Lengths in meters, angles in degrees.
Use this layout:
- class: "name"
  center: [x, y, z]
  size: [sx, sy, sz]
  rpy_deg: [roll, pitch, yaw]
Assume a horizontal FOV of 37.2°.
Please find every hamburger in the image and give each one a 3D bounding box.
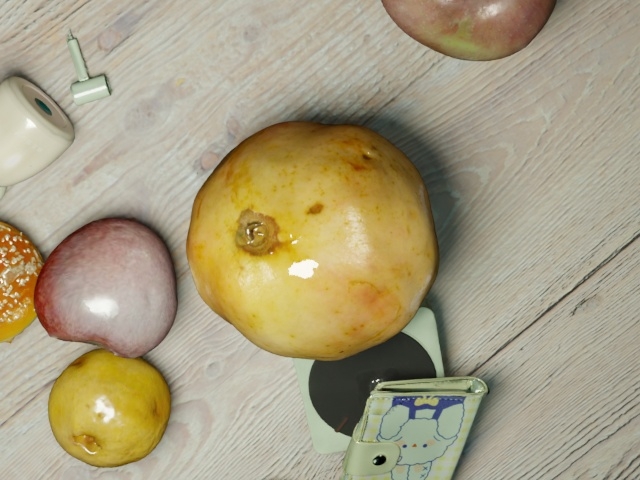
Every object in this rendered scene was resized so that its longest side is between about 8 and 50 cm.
- class: "hamburger"
  center: [-0.572, 0.072, 1.599]
  size: [0.236, 0.147, 0.237]
  rpy_deg: [-2, 106, -9]

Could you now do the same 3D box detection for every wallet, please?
- class: "wallet"
  center: [0.152, 0.372, 1.684]
  size: [0.223, 0.077, 0.310]
  rpy_deg: [4, 123, -14]

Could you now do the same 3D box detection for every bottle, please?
- class: "bottle"
  center: [-0.534, -0.142, 1.565]
  size: [0.236, 0.147, 0.147]
  rpy_deg: [-42, 101, 8]

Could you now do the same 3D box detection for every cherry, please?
- class: "cherry"
  center: [-0.345, 0.069, 1.573]
  size: [0.239, 0.206, 0.240]
  rpy_deg: [0, 87, -3]

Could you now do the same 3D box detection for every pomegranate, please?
- class: "pomegranate"
  center: [0.000, 0.000, 1.527]
  size: [0.411, 0.411, 0.412]
  rpy_deg: [-1, 101, -4]

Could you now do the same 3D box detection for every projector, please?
- class: "projector"
  center: [0.090, 0.242, 1.709]
  size: [0.258, 0.079, 0.257]
  rpy_deg: [-11, 110, 1]

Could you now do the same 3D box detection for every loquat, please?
- class: "loquat"
  center: [-0.361, 0.284, 1.636]
  size: [0.207, 0.208, 0.208]
  rpy_deg: [-1, 101, -4]

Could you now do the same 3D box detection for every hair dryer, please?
- class: "hair dryer"
  center: [-0.400, -0.295, 1.604]
  size: [0.063, 0.038, 0.124]
  rpy_deg: [-17, 94, -3]

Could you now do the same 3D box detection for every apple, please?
- class: "apple"
  center: [0.235, -0.433, 1.522]
  size: [0.305, 0.235, 0.306]
  rpy_deg: [-1, 102, -3]
